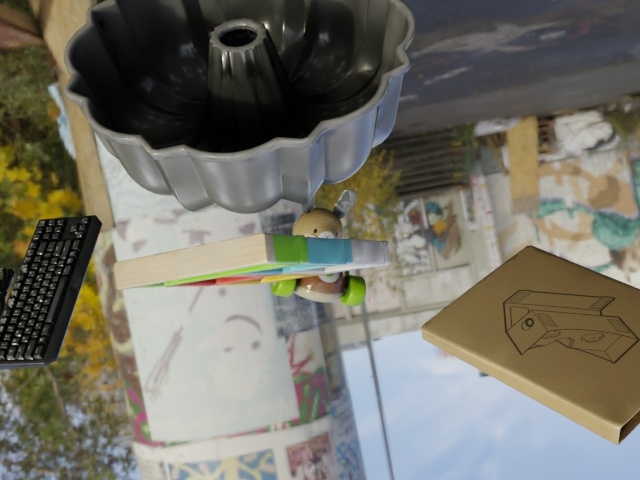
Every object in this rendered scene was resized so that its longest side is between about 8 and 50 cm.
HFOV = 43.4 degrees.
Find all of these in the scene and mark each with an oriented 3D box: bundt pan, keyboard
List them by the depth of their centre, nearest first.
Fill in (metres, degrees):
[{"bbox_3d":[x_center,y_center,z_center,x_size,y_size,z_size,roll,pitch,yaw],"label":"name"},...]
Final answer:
[{"bbox_3d":[-0.071,-0.153,0.790,0.331,0.330,0.124,-11,140,-2],"label":"bundt pan"},{"bbox_3d":[-0.291,0.049,0.811,0.108,0.180,0.023,-8,139,17],"label":"keyboard"}]

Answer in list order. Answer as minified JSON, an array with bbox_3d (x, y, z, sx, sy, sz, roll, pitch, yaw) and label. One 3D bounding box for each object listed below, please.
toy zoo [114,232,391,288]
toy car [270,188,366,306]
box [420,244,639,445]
[{"bbox_3d":[-0.052,0.025,0.891,0.192,0.030,0.293,-10,173,30],"label":"toy zoo"},{"bbox_3d":[0.000,0.000,1.353,0.155,0.188,0.149,10,-170,-22],"label":"toy car"},{"bbox_3d":[0.217,0.080,0.707,0.164,0.021,0.201,-31,-142,-30],"label":"box"}]
